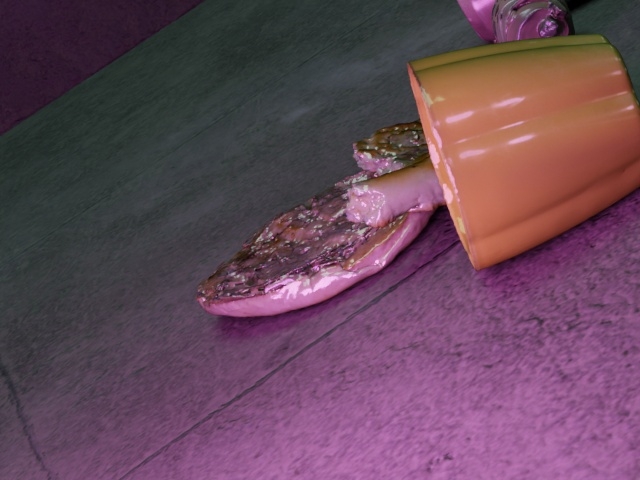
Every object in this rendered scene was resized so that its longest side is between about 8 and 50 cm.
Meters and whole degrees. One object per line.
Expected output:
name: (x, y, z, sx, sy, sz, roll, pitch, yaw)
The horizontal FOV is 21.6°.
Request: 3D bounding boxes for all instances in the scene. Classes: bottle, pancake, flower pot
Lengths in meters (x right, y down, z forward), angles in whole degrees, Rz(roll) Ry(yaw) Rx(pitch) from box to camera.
bottle: (0.239, -0.235, 1.883, 0.099, 0.099, 0.152, -29, 17, 10)
pancake: (0.120, -0.104, 1.705, 0.197, 0.054, 0.376, -3, 21, 22)
flower pot: (0.187, -0.090, 1.476, 0.179, 0.195, 0.195, -17, 19, 2)
pancake: (0.000, -0.001, 1.734, 0.282, 0.049, 0.282, -27, 19, 10)

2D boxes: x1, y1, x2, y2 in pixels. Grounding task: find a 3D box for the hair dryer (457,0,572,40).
hair dryer: (0.278, -0.358, 2.182, 0.189, 0.107, 0.344, -29, 9, 15)
